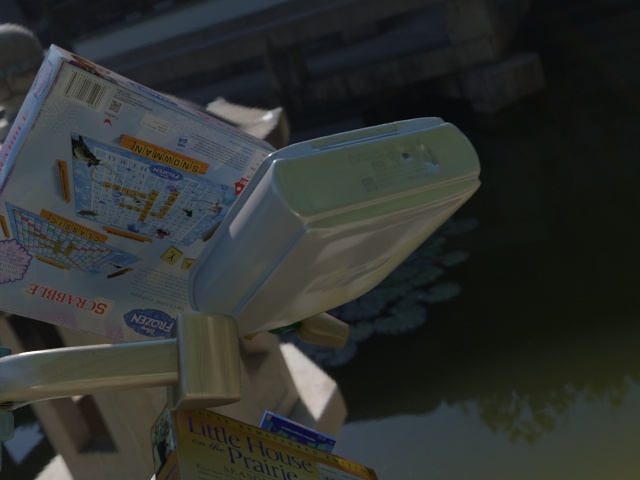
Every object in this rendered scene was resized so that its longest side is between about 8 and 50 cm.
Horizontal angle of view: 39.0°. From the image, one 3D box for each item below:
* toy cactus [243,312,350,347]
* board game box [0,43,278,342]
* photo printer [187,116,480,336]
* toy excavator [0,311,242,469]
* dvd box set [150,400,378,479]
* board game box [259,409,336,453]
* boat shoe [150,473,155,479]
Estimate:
[{"bbox_3d":[-0.045,0.100,1.278,0.181,0.112,0.219,17,-7,12],"label":"toy cactus"},{"bbox_3d":[-0.253,-0.033,1.132,0.318,0.319,0.066,-59,37,11],"label":"board game box"},{"bbox_3d":[0.000,0.000,1.001,0.256,0.107,0.307,-16,-20,-35],"label":"photo printer"},{"bbox_3d":[-0.354,0.151,0.867,0.433,0.222,0.445,6,-17,-38],"label":"toy excavator"},{"bbox_3d":[-0.017,0.355,0.940,0.062,0.308,0.420,-56,27,16],"label":"dvd box set"},{"bbox_3d":[-0.081,0.482,1.885,0.160,0.210,0.047,22,-3,-3],"label":"board game box"},{"bbox_3d":[-0.225,0.424,1.367,0.102,0.108,0.301,18,-7,-4],"label":"boat shoe"}]
